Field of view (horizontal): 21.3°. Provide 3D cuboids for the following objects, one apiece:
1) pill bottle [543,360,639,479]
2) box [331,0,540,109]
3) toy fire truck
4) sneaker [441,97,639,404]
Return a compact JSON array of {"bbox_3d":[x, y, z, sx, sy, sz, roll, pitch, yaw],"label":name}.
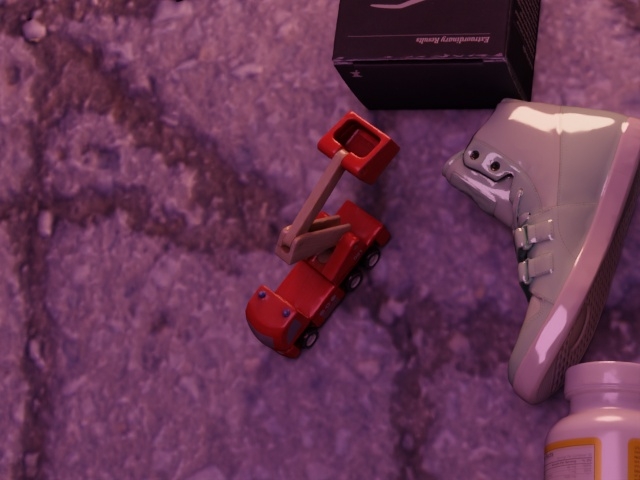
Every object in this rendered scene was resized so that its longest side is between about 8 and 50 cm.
[{"bbox_3d":[0.219,0.188,1.273,0.103,0.103,0.184,-2,71,18],"label":"pill bottle"},{"bbox_3d":[0.106,-0.223,1.454,0.153,0.108,0.207,3,73,20],"label":"box"},{"bbox_3d":[0.000,0.000,1.396,0.047,0.135,0.192,37,86,26],"label":"toy fire truck"},{"bbox_3d":[0.158,0.003,1.363,0.151,0.094,0.256,15,67,17],"label":"sneaker"}]
